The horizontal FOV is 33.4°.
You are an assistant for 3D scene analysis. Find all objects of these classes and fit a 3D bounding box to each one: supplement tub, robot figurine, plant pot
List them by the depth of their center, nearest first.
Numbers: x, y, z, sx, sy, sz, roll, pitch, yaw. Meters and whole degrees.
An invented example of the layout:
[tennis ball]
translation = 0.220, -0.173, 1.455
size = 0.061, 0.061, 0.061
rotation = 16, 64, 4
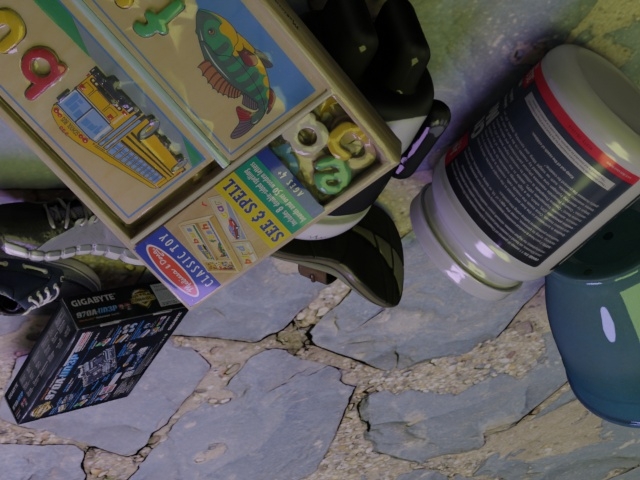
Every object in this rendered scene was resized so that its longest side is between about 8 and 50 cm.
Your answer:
[robot figurine]
translation = 0.010, -0.128, 1.115
size = 0.209, 0.173, 0.278
rotation = 34, 131, 6
[supplement tub]
translation = 0.253, -0.075, 1.243
size = 0.191, 0.191, 0.272
rotation = 19, 129, -36
[plant pot]
translation = 0.422, 0.069, 1.438
size = 0.271, 0.272, 0.255
rotation = -26, 127, 12

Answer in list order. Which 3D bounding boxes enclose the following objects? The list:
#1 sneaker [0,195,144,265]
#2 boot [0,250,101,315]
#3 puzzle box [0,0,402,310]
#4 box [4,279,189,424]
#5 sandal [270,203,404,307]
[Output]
[sneaker]
translation = -0.255, -0.045, 1.197
size = 0.228, 0.086, 0.132
rotation = 4, 133, -39
[boot]
translation = -0.345, 0.061, 1.276
size = 0.190, 0.086, 0.069
rotation = 22, 128, -38
[puzzle box]
translation = -0.155, -0.152, 0.973
size = 0.272, 0.052, 0.409
rotation = -35, 110, 22
[box]
translation = -0.288, 0.143, 1.378
size = 0.175, 0.051, 0.220
rotation = -10, 147, -44
[sandal]
translation = -0.001, -0.002, 1.327
size = 0.302, 0.120, 0.086
rotation = 26, 153, -38
